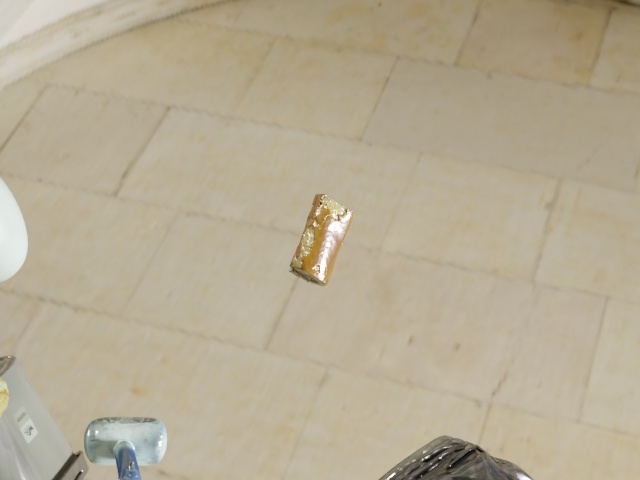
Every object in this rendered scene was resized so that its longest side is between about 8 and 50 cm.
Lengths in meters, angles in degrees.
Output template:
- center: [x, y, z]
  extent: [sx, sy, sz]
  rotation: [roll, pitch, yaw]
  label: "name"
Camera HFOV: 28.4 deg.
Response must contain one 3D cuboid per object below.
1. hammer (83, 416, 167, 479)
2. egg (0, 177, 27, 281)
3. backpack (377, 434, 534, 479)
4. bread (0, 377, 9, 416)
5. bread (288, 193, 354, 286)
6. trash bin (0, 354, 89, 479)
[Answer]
- center: [-0.262, 0.296, 1.726]
  extent: [0.116, 0.194, 0.070]
  rotation: [4, -79, -13]
  label: "hammer"
- center: [-0.562, -0.035, 1.957]
  extent: [0.183, 0.183, 0.264]
  rotation: [-10, -45, 34]
  label: "egg"
- center: [0.156, 0.328, 1.212]
  extent: [0.258, 0.206, 0.133]
  rotation: [55, -6, -5]
  label: "backpack"
- center: [-0.494, 0.239, 1.631]
  extent: [0.102, 0.196, 0.138]
  rotation: [41, 1, 11]
  label: "bread"
- center: [0.000, 0.000, 1.254]
  extent: [0.047, 0.083, 0.036]
  rotation: [27, -12, -26]
  label: "bread"
- center: [-0.516, 0.334, 1.985]
  extent: [0.219, 0.220, 0.250]
  rotation: [-16, -72, 20]
  label: "trash bin"
